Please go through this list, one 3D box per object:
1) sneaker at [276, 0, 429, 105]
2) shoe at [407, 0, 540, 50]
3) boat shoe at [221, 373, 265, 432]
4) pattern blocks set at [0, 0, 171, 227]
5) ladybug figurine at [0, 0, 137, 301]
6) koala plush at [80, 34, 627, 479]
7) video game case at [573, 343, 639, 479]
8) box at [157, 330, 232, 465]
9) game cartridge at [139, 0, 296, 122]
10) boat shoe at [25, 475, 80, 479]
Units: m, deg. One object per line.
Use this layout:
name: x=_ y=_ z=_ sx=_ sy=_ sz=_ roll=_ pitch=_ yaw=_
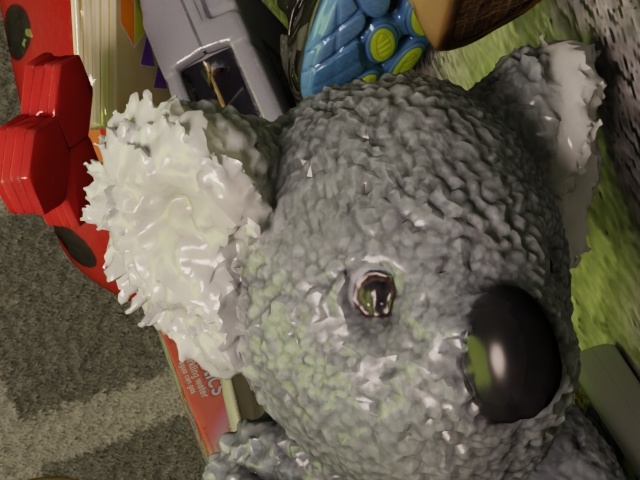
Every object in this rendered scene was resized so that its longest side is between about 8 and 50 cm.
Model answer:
sneaker: x=0.007 y=-0.098 z=0.581 sx=0.078 sy=0.067 sz=0.188 roll=62 pitch=172 yaw=8
shoe: x=0.048 y=-0.104 z=0.309 sx=0.058 sy=0.076 sz=0.219 roll=64 pitch=172 yaw=4
boat shoe: x=0.002 y=0.143 z=0.729 sx=0.069 sy=0.081 sz=0.228 roll=-54 pitch=52 yaw=50
pattern blocks set: x=-0.094 y=-0.130 z=0.686 sx=0.325 sy=0.026 sz=0.286 roll=15 pitch=-103 yaw=-77
ladybug figurine: x=-0.164 y=-0.138 z=1.041 sx=0.305 sy=0.161 sz=0.450 roll=165 pitch=93 yaw=-85
koala plush: x=0.026 y=0.053 z=0.378 sx=0.203 sy=0.196 sz=0.221 roll=-168 pitch=66 yaw=-71
video game case: x=0.143 y=0.160 z=0.477 sx=0.173 sy=0.022 sz=0.190 roll=81 pitch=167 yaw=-50
box: x=-0.064 y=0.172 z=1.303 sx=0.300 sy=0.142 sz=0.154 roll=-123 pitch=16 yaw=-52
game cartridge: x=0.000 y=0.000 z=0.692 sx=0.294 sy=0.060 sz=0.196 roll=67 pitch=-166 yaw=12
boat shoe: x=-0.130 y=0.279 z=0.739 sx=0.110 sy=0.121 sz=0.341 roll=-139 pitch=33 yaw=-67
